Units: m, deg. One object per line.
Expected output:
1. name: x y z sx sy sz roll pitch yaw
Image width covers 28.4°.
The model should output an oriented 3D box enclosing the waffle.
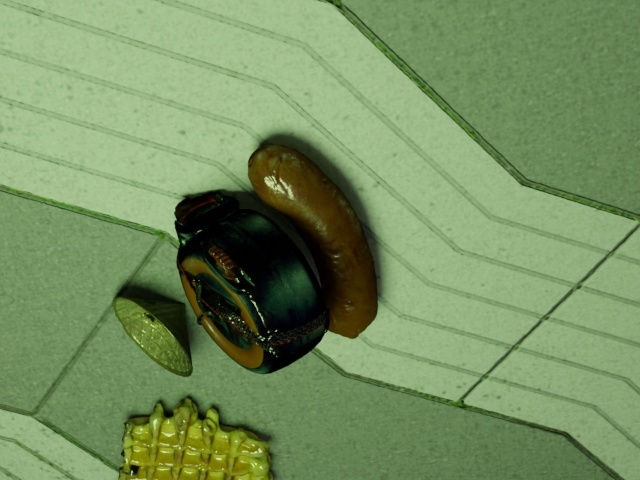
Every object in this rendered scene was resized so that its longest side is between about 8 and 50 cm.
1. waffle: -0.211 0.350 1.878 0.309 0.065 0.283 -30 124 18

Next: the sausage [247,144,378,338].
1. sausage: 0.004 -0.002 1.587 0.103 0.076 0.302 -16 126 13

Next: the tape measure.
1. tape measure: -0.090 0.060 1.557 0.135 0.223 0.202 -31 129 -23

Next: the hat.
1. hat: -0.204 0.109 1.692 0.146 0.067 0.146 34 152 21
